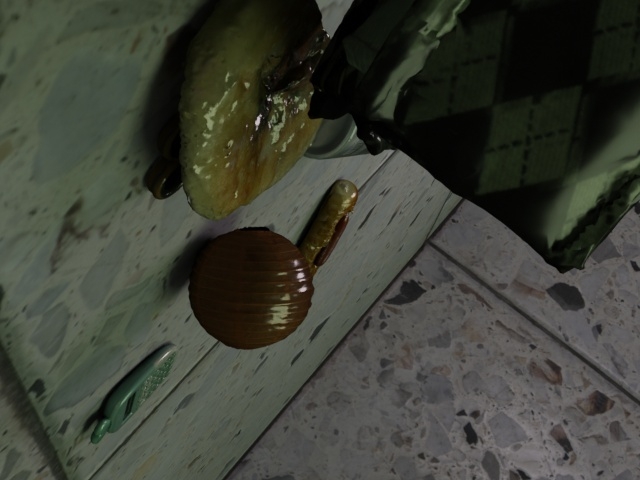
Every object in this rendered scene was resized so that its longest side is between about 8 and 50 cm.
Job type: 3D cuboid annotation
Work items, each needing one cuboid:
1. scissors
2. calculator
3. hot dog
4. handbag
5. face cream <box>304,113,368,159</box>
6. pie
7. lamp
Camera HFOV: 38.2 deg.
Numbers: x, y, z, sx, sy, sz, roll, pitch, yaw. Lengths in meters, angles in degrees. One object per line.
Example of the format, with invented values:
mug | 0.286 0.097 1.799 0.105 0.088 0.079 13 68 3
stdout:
scissors | -0.068 -0.110 0.790 0.220 0.017 0.088 -42 162 -43
calculator | -0.220 0.180 1.098 0.153 0.021 0.095 -44 167 -38
hot dog | 0.000 0.000 1.372 0.066 0.047 0.215 -35 160 -50
handbag | 0.123 -0.162 0.535 0.316 0.180 0.416 -52 -166 8
face cream | 0.044 -0.138 1.024 0.107 0.073 0.269 -50 171 19
pie | -0.053 -0.103 0.719 0.185 0.052 0.218 -59 165 -2
lamp | -0.074 0.049 0.982 0.136 0.136 0.136 -50 169 -13
